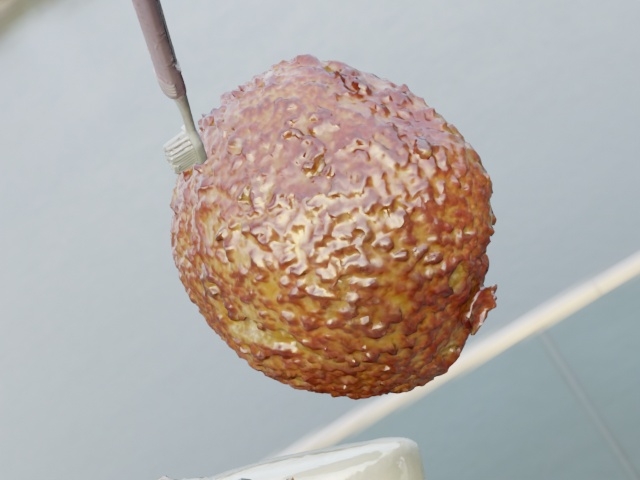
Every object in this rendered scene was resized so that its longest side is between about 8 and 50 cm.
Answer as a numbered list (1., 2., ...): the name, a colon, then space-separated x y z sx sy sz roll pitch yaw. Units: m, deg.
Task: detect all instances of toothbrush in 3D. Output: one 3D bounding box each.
1. toothbrush: -0.110 -0.115 1.205 0.029 0.024 0.354 -37 -16 -9

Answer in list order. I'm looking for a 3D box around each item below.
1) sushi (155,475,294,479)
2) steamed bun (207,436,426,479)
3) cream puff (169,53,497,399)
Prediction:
1. sushi: -0.053 0.329 0.957 0.176 0.417 0.417 8 29 13
2. steamed bun: -0.012 0.283 1.735 0.242 0.146 0.164 -13 0 16
3. cream puff: 0.003 -0.003 1.627 0.350 0.350 0.229 -25 8 30
